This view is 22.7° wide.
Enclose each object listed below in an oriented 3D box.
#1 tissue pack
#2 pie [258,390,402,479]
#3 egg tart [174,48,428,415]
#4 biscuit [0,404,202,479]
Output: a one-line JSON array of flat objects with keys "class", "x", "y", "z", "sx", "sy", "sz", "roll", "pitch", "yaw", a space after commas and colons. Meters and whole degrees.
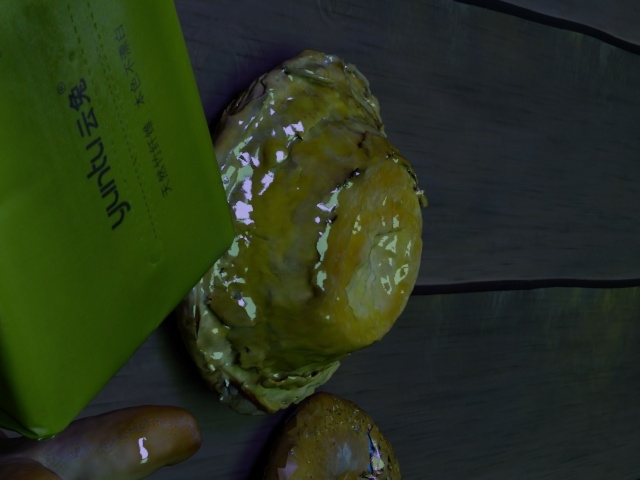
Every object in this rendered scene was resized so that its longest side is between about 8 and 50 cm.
[{"class": "tissue pack", "x": -0.180, "y": -0.066, "z": 0.877, "sx": 0.200, "sy": 0.167, "sz": 0.274, "roll": -49, "pitch": 139, "yaw": -38}, {"class": "pie", "x": 0.001, "y": 0.264, "z": 1.396, "sx": 0.273, "sy": 0.069, "sz": 0.273, "roll": -36, "pitch": 133, "yaw": -53}, {"class": "egg tart", "x": 0.000, "y": 0.000, "z": 1.249, "sx": 0.295, "sy": 0.116, "sz": 0.294, "roll": -31, "pitch": 127, "yaw": -53}, {"class": "biscuit", "x": -0.191, "y": 0.137, "z": 0.905, "sx": 0.164, "sy": 0.208, "sz": 0.047, "roll": -34, "pitch": 111, "yaw": -50}]
